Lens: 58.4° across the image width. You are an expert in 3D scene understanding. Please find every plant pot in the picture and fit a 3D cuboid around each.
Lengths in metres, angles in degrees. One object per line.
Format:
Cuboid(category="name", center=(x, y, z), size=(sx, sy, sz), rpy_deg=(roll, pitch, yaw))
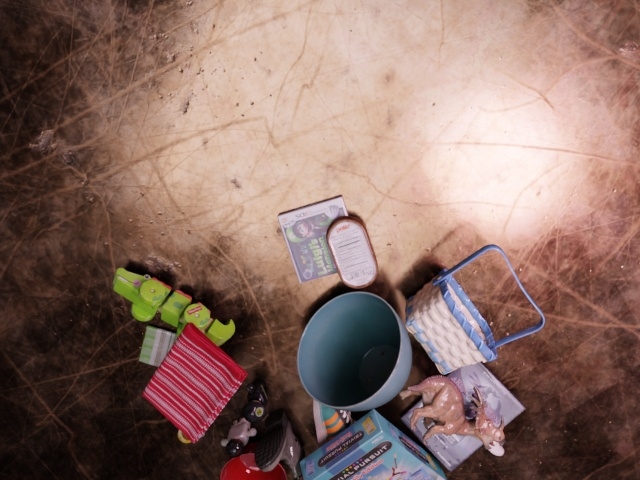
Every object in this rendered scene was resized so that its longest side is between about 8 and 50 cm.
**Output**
Cuboid(category="plant pot", center=(0.114, 0.299, 1.440), size=(0.290, 0.290, 0.195), rpy_deg=(-39, 136, 11))

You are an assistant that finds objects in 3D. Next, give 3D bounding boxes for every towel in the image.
Cuboid(category="towel", center=(-0.411, 0.299, 1.562), size=(0.151, 0.023, 0.113), rpy_deg=(18, 103, -1))
Cuboid(category="towel", center=(-0.321, 0.358, 1.428), size=(0.198, 0.031, 0.275), rpy_deg=(40, 112, 10))

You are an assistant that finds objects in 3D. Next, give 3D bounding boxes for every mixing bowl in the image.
Cuboid(category="mixing bowl", center=(-0.183, 0.636, 1.604), size=(0.181, 0.098, 0.182), rpy_deg=(0, 110, -1))

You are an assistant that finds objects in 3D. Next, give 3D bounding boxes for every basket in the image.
Cuboid(category="basket", center=(0.366, 0.170, 1.405), size=(0.288, 0.201, 0.255), rpy_deg=(-29, 104, 22))

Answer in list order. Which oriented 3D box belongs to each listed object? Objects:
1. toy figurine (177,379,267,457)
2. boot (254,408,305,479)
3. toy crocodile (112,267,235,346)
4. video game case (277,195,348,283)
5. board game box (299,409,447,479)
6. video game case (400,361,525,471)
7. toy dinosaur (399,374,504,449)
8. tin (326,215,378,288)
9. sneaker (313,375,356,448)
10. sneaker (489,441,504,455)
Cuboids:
Cuboid(category="toy figurine", center=(-0.258, 0.461, 1.535), size=(0.212, 0.148, 0.210), rpy_deg=(25, 104, -6))
Cuboid(category="boot", center=(-0.090, 0.569, 1.513), size=(0.083, 0.246, 0.161), rpy_deg=(-28, 99, 9))
Cuboid(category="toy crocodile", center=(-0.382, 0.173, 1.484), size=(0.340, 0.105, 0.115), rpy_deg=(29, 135, -1))
Cuboid(category="video game case", center=(0.000, 0.000, 1.465), size=(0.173, 0.022, 0.191), rpy_deg=(-16, 105, 6))
Cuboid(category="board game box", center=(0.149, 0.628, 1.550), size=(0.253, 0.079, 0.336), rpy_deg=(-39, 122, 11))
Cuboid(category="video game case", center=(0.383, 0.469, 1.557), size=(0.196, 0.026, 0.274), rpy_deg=(46, 103, 8))
Cuboid(category="toy dinosaur", center=(0.326, 0.416, 1.460), size=(0.200, 0.127, 0.296), rpy_deg=(-32, 115, 11))
Cuboid(category="tin", center=(0.081, 0.031, 1.442), size=(0.106, 0.040, 0.190), rpy_deg=(-20, 103, 2))
Cuboid(category="sneaker", center=(0.046, 0.484, 1.561), size=(0.120, 0.108, 0.303), rpy_deg=(-7, 113, 2))
Cuboid(category="sneaker", center=(0.468, 0.536, 1.588), size=(0.061, 0.054, 0.152), rpy_deg=(-40, 100, 8))
